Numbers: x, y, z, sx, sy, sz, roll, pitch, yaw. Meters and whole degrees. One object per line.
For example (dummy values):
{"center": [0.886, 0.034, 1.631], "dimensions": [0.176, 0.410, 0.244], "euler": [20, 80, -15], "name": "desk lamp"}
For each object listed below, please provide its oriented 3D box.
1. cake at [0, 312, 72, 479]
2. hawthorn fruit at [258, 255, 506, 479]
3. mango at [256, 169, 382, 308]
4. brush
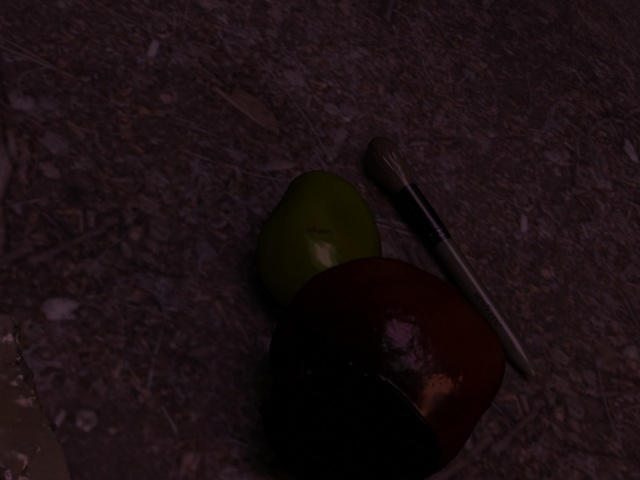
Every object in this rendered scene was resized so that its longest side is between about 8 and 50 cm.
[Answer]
{"center": [-0.236, 0.150, 0.792], "dimensions": [0.116, 0.086, 0.220], "euler": [0, 54, -35], "name": "cake"}
{"center": [0.068, 0.108, 0.976], "dimensions": [0.251, 0.189, 0.189], "euler": [-8, 59, -49], "name": "hawthorn fruit"}
{"center": [0.005, 0.004, 1.084], "dimensions": [0.117, 0.089, 0.163], "euler": [33, 41, -4], "name": "mango"}
{"center": [0.132, 0.015, 1.208], "dimensions": [0.039, 0.042, 0.299], "euler": [-18, 69, -44], "name": "brush"}
